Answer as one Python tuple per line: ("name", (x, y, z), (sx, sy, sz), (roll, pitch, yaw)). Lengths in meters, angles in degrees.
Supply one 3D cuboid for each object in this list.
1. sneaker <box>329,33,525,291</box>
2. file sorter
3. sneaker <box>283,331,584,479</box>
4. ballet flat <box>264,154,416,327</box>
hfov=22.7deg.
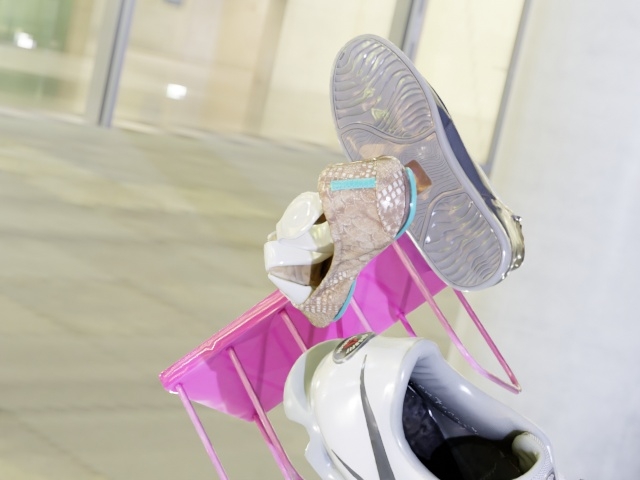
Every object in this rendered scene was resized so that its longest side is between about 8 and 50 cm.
("sneaker", (0.085, -0.060, 1.275), (0.083, 0.222, 0.118), (-30, -7, 16))
("file sorter", (0.030, 0.149, 1.636), (0.182, 0.290, 0.202), (60, 12, 26))
("sneaker", (0.120, 0.195, 1.063), (0.330, 0.122, 0.146), (48, -30, -12))
("ballet flat", (0.000, 0.000, 1.023), (0.067, 0.073, 0.206), (3, -26, -15))
